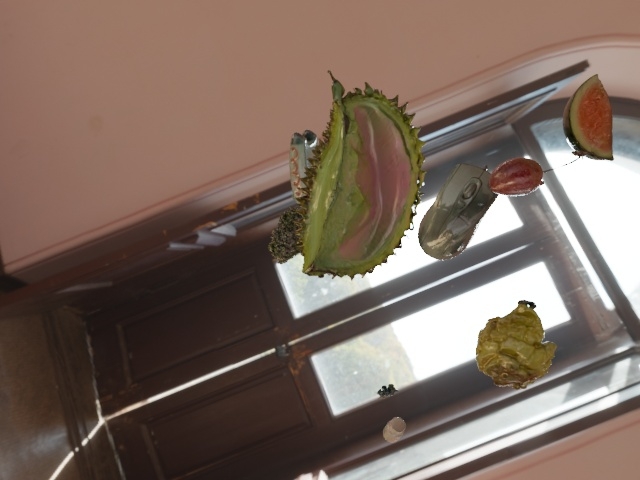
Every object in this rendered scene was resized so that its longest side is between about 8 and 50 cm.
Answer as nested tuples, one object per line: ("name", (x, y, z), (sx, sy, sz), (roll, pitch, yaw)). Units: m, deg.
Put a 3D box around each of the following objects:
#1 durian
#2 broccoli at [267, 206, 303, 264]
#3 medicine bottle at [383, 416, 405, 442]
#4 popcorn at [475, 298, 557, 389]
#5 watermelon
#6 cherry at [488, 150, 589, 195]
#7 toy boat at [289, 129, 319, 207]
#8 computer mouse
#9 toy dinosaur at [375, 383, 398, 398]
("durian", (0.042, -0.067, 0.500), (0.095, 0.137, 0.220), (-149, -112, -68))
("broccoli", (0.002, 0.006, 1.256), (0.146, 0.304, 0.164), (24, -80, 58))
("medicine bottle", (0.220, 0.563, 1.285), (0.089, 0.052, 0.052), (101, -26, -48))
("popcorn", (0.718, 0.410, 1.589), (0.237, 0.293, 0.292), (-67, 145, -43))
("watermelon", (0.748, -0.332, 1.207), (0.063, 0.119, 0.244), (1, 79, -71))
("cherry", (0.499, -0.159, 1.013), (0.107, 0.226, 0.090), (101, -28, -77))
("toy boat", (-0.047, -0.185, 1.146), (0.134, 0.079, 0.207), (-51, 138, -63))
("computer mouse", (0.470, -0.097, 1.487), (0.188, 0.370, 0.122), (33, 14, 14))
("toy dinosaur", (0.241, 0.544, 1.551), (0.030, 0.084, 0.047), (-114, -161, -51))
